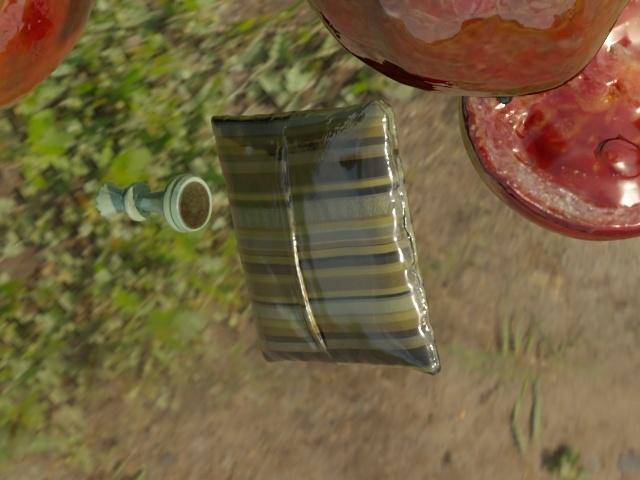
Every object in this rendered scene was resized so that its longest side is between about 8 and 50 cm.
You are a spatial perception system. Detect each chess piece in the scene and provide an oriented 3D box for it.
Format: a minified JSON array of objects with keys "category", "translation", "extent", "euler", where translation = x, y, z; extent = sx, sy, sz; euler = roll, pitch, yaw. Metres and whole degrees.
[{"category":"chess piece","translation":[-0.125,-0.028,1.408],"extent":[0.093,0.042,0.042],"euler":[3,106,38]}]

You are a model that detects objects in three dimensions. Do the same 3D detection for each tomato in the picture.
[{"category":"tomato","translation":[0.196,-0.110,1.487],"extent":[0.200,0.139,0.233],"euler":[7,80,-7]}]

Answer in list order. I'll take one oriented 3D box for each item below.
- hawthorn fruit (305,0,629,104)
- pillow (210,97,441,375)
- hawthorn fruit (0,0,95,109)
[{"category":"hawthorn fruit","translation":[0.088,-0.164,1.093],"extent":[0.208,0.248,0.208],"euler":[-7,59,11]},{"category":"pillow","translation":[0.000,0.000,1.511],"extent":[0.208,0.052,0.212],"euler":[-2,104,48]},{"category":"hawthorn fruit","translation":[-0.329,-0.284,1.575],"extent":[0.403,0.403,0.402],"euler":[2,104,10]}]
